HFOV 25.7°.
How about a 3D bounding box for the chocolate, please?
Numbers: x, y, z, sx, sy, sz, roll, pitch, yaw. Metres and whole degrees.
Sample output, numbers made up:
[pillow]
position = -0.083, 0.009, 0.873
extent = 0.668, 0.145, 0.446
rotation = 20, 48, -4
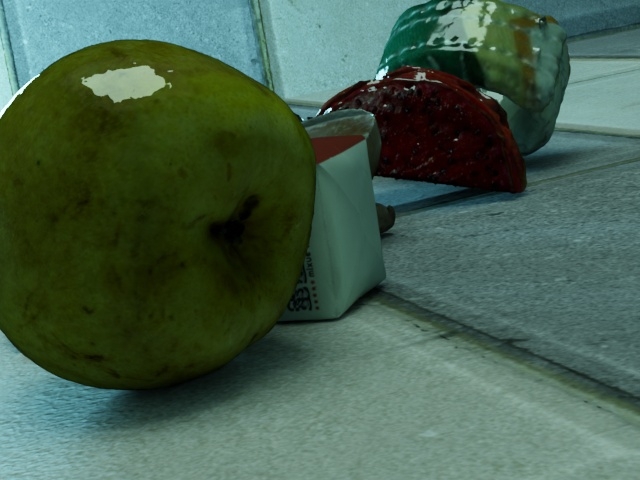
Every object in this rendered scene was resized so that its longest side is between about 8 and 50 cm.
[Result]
[chocolate]
position = -0.036, -0.071, 1.706
extent = 0.254, 0.080, 0.157
rotation = -11, 34, 32

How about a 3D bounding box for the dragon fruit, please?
[dragon fruit]
position = 0.139, -0.157, 1.908
extent = 0.317, 0.152, 0.205
rotation = 7, 5, 15

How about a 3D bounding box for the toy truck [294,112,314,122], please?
[toy truck]
position = -0.036, -0.151, 2.266
extent = 0.136, 0.111, 0.286
rotation = 18, 6, -26

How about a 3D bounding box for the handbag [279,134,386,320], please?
[handbag]
position = -0.096, -0.010, 1.428
extent = 0.298, 0.171, 0.151
rotation = -3, 13, 25

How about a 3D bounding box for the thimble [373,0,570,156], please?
[thimble]
position = 0.225, -0.232, 2.046
extent = 0.288, 0.254, 0.167
rotation = -8, 52, 36

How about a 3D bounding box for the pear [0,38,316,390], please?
[pear]
position = -0.160, -0.023, 1.216
extent = 0.304, 0.304, 0.304
rotation = -9, 11, 2

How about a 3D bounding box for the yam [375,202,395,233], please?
[yam]
position = 0.000, 0.000, 1.614
extent = 0.046, 0.046, 0.264
rotation = -1, 14, 39
